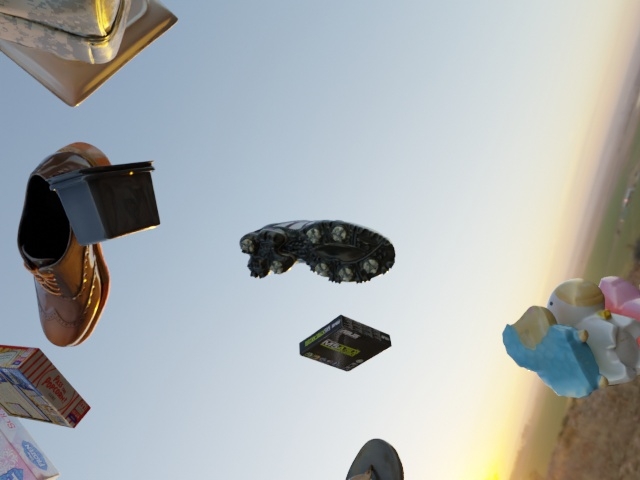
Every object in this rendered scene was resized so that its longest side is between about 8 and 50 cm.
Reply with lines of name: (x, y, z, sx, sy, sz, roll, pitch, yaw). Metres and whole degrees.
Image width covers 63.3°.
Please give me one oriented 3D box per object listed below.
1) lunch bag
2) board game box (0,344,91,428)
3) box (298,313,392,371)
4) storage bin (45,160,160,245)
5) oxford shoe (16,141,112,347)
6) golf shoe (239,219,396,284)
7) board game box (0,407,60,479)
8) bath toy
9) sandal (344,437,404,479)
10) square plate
lunch bag: (-0.441, -0.438, 0.789, 0.256, 0.304, 0.213, 158, 124, -73)
board game box: (-0.496, 0.240, 0.865, 0.045, 0.193, 0.147, -57, -46, -45)
box: (0.068, 0.290, 1.441, 0.190, 0.184, 0.045, 28, -138, -32)
storage bin: (-0.278, -0.048, 0.683, 0.135, 0.098, 0.091, -30, -72, -68)
oxford shoe: (-0.413, 0.032, 0.806, 0.133, 0.129, 0.364, -65, -11, -64)
golf shoe: (0.000, 0.000, 0.857, 0.120, 0.272, 0.105, -43, -51, -55)
board game box: (-0.733, 0.470, 1.033, 0.319, 0.318, 0.066, -49, -15, -1)
bath toy: (0.438, 0.120, 0.767, 0.347, 0.129, 0.152, -8, -102, -27)
sandal: (0.045, 0.374, 0.719, 0.219, 0.089, 0.060, -48, -40, -28)
square plate: (-0.527, -0.494, 1.064, 0.347, 0.344, 0.049, -57, 12, -31)
